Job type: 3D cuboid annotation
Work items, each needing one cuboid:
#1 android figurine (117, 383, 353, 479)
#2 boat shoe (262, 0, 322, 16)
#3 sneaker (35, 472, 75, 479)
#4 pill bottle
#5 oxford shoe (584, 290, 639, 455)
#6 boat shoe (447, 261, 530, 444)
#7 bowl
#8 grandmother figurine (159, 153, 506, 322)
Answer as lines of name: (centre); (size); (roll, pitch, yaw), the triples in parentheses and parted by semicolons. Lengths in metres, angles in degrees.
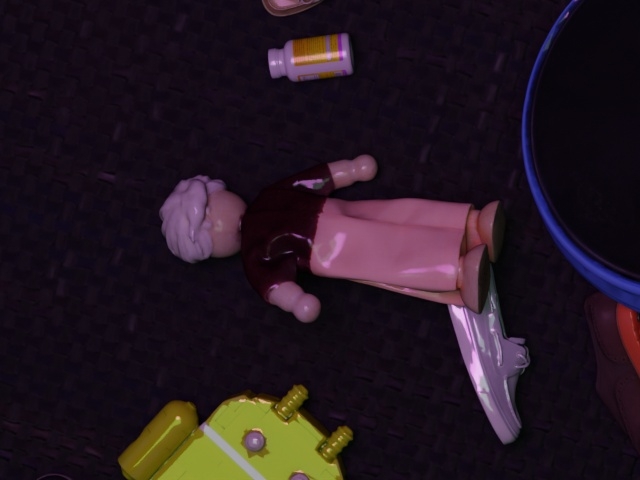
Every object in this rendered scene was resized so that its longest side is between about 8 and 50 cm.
android figurine: (-0.083, 0.268, 1.968); (0.248, 0.056, 0.273); (45, 98, 3)
boat shoe: (0.007, -0.275, 1.931); (0.153, 0.048, 0.056); (-25, 90, 7)
sneaker: (-0.298, 0.354, 1.962); (0.083, 0.118, 0.222); (6, 93, 6)
pill bottle: (-0.009, -0.184, 1.940); (0.083, 0.043, 0.043); (-6, 92, 6)
oxford shoe: (0.337, 0.167, 1.908); (0.097, 0.098, 0.271); (-22, 99, -33)
boat shoe: (0.177, 0.111, 1.931); (0.063, 0.066, 0.184); (-19, 81, 8)
bowl: (0.366, -0.117, 1.796); (0.391, 0.077, 0.391); (-9, 71, 29)
grandmother figurine: (0.000, 0.000, 1.906); (0.342, 0.208, 0.104); (9, 131, 16)
